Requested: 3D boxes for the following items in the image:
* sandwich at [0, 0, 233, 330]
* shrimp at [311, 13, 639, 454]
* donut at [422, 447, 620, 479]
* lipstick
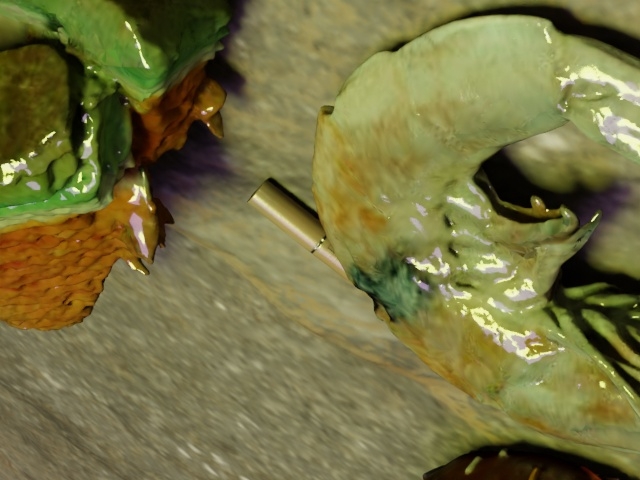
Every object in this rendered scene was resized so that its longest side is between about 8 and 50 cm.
[{"bbox_3d":[-0.183,-0.050,0.823,0.250,0.162,0.301,27,144,20],"label":"sandwich"},{"bbox_3d":[0.145,0.014,0.693,0.360,0.085,0.247,23,139,26],"label":"shrimp"},{"bbox_3d":[0.145,0.216,0.931,0.235,0.089,0.235,24,147,17],"label":"donut"},{"bbox_3d":[0.000,0.000,0.851,0.094,0.019,0.019,37,148,-4],"label":"lipstick"}]
